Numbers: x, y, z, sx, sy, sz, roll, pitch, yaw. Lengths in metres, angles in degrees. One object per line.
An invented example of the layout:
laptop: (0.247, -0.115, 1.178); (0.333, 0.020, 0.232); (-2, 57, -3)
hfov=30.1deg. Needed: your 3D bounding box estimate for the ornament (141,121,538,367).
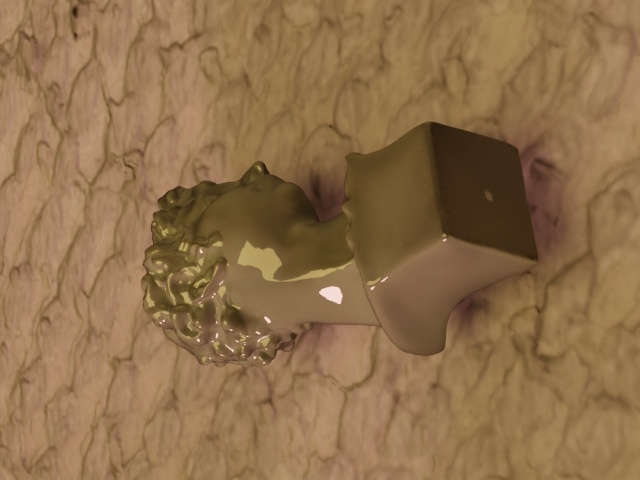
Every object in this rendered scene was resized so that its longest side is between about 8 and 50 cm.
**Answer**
ornament: (0.005, 0.014, 0.732); (0.285, 0.120, 0.130); (-6, 69, 42)
